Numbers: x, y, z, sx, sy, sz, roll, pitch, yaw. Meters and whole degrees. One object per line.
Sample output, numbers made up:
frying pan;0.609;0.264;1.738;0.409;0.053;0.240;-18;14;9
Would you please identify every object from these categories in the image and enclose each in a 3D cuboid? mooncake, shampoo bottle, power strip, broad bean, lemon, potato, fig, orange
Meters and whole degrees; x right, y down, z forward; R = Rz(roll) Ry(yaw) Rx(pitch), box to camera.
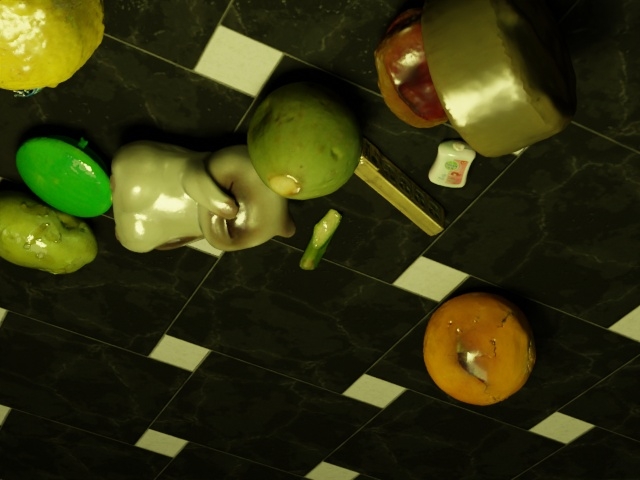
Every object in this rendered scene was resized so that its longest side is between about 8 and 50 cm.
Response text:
mooncake;0.281;-0.278;1.626;0.156;0.284;0.284;-21;133;30
shampoo bottle;0.248;-0.146;1.988;0.072;0.043;0.099;10;142;-4
power strip;0.144;-0.104;2.041;0.044;0.064;0.305;-28;130;33
broad bean;0.170;-0.284;1.769;0.156;0.122;0.228;-13;142;6
lemon;-0.475;-0.377;1.648;0.268;0.268;0.321;-3;140;12
potato;-0.582;-0.011;2.181;0.253;0.186;0.148;23;100;-7
fig;-0.030;-0.174;1.858;0.207;0.230;0.207;2;100;12
orange;0.343;0.233;2.288;0.246;0.246;0.246;4;141;4

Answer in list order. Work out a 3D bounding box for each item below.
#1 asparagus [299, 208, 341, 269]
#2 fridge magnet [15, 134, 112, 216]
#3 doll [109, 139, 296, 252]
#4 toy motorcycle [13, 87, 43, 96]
asparagus;0.000;0.000;2.213;0.045;0.041;0.178;9;141;-15
fridge magnet;-0.495;-0.127;2.076;0.208;0.088;0.208;15;143;12
doll;-0.239;-0.084;2.011;0.371;0.226;0.214;4;107;11
toy motorcycle;-0.563;-0.320;1.867;0.255;0.092;0.135;17;151;2
